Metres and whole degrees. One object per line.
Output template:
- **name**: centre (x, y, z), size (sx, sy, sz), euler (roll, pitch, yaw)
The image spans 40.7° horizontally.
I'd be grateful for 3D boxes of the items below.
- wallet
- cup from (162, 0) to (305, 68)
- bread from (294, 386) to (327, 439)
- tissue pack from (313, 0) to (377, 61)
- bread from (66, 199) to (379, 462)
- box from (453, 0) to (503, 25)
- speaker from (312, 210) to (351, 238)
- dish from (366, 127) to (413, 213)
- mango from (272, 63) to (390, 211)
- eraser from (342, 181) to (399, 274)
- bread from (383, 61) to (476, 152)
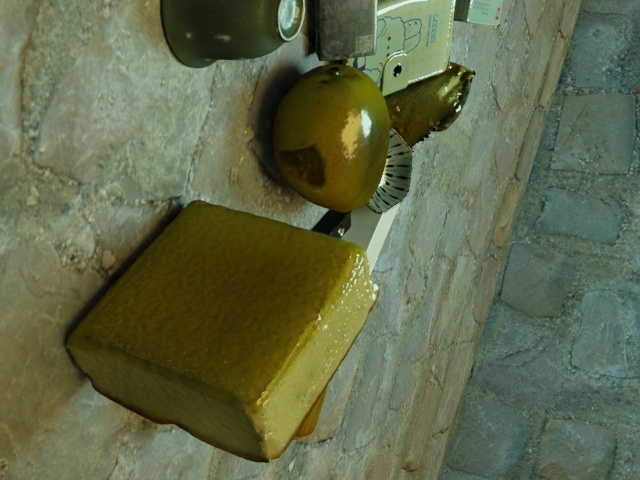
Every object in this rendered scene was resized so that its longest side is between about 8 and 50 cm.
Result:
- **wallet**: centre (0.144, -0.401, 1.740), size (0.309, 0.077, 0.223), euler (-28, 140, -33)
- **cup**: centre (-0.104, -0.329, 1.213), size (0.199, 0.150, 0.199), euler (-46, 144, -48)
- **bread**: centre (-0.035, 0.343, 1.884), size (0.116, 0.077, 0.200), euler (11, 94, -75)
- **tissue pack**: centre (0.046, -0.405, 1.548), size (0.051, 0.112, 0.156), euler (-110, -165, -52)
- **bread**: centre (-0.127, 0.109, 1.217), size (0.333, 0.324, 0.143), euler (-53, 149, -38)
- **box**: centre (0.343, -0.567, 2.080), size (0.269, 0.135, 0.079), euler (-23, 125, -61)
- **speaker**: centre (0.000, 0.000, 1.777), size (0.191, 0.046, 0.040), euler (-48, 144, -43)
- **dish**: centre (0.120, -0.153, 1.891), size (0.191, 0.066, 0.190), euler (-8, 102, -42)
- **mango**: centre (0.037, -0.171, 1.581), size (0.253, 0.182, 0.365), euler (-68, 155, -16)
- **eraser**: centre (0.094, -0.002, 1.943), size (0.298, 0.078, 0.076), euler (-65, 154, -21)
- **bread**: centre (0.225, -0.313, 1.948), size (0.262, 0.162, 0.204), euler (-38, -169, 46)
